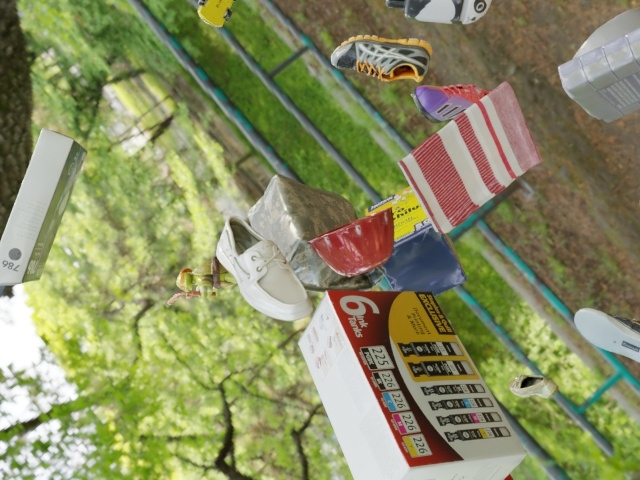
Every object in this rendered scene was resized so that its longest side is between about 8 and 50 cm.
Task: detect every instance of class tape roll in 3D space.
[{"bbox_3d":[0.599,-0.351,1.563,0.072,0.219,0.219,57,176,30],"label":"tape roll"}]

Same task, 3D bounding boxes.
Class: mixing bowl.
[{"bbox_3d":[0.075,0.011,1.544,0.181,0.181,0.098,163,84,-82],"label":"mixing bowl"}]

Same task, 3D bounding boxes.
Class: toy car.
[{"bbox_3d":[-0.169,-0.519,1.421,0.225,0.239,0.053,59,155,-10],"label":"toy car"}]

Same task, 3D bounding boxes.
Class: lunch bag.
[{"bbox_3d":[0.000,0.000,1.843,0.287,0.169,0.235,15,-144,-35],"label":"lunch bag"}]

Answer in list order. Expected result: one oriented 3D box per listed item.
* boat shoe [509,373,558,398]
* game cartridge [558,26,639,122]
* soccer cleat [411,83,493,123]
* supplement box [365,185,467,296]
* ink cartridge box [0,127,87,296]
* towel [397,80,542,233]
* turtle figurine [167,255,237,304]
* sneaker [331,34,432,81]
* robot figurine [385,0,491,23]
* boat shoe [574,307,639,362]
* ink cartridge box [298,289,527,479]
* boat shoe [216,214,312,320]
[{"bbox_3d":[0.490,0.335,1.836,0.048,0.056,0.153,46,163,-13],"label":"boat shoe"},{"bbox_3d":[0.551,-0.292,1.340,0.355,0.230,0.068,2,-108,-60],"label":"game cartridge"},{"bbox_3d":[0.354,-0.366,2.030,0.318,0.116,0.108,-1,-114,-49],"label":"soccer cleat"},{"bbox_3d":[0.263,0.006,2.226,0.195,0.194,0.356,59,-170,-19],"label":"supplement box"},{"bbox_3d":[-0.510,-0.027,1.398,0.065,0.332,0.165,21,177,-8],"label":"ink cartridge box"},{"bbox_3d":[0.367,-0.193,1.883,0.237,0.329,0.037,56,173,-29],"label":"towel"},{"bbox_3d":[-0.206,0.075,1.636,0.269,0.217,0.087,172,92,-84],"label":"turtle figurine"},{"bbox_3d":[0.127,-0.380,1.665,0.084,0.215,0.083,64,-151,-66],"label":"sneaker"},{"bbox_3d":[0.314,-0.660,2.068,0.209,0.278,0.173,-79,-6,-60],"label":"robot figurine"},{"bbox_3d":[0.566,0.170,1.450,0.183,0.083,0.065,29,126,24],"label":"boat shoe"},{"bbox_3d":[0.152,0.226,1.167,0.130,0.272,0.309,-63,38,36],"label":"ink cartridge box"},{"bbox_3d":[-0.110,0.044,1.442,0.277,0.098,0.096,39,135,40],"label":"boat shoe"}]
